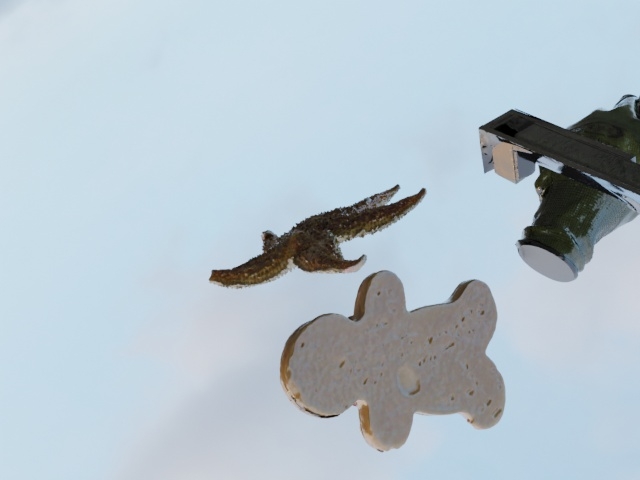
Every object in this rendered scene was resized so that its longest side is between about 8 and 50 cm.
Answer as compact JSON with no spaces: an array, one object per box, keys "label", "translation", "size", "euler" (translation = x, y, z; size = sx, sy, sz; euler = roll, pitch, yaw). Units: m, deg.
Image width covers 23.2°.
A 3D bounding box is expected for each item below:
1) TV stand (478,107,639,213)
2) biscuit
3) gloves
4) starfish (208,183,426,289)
[{"label":"TV stand","translation":[0.226,-0.039,1.209],"size":[0.040,0.049,0.256],"euler":[-29,-143,-27]},{"label":"biscuit","translation":[0.085,0.142,1.879],"size":[0.340,0.216,0.047],"euler":[-7,180,-37]},{"label":"gloves","translation":[0.293,-0.072,1.624],"size":[0.268,0.135,0.107],"euler":[-56,178,-34]},{"label":"starfish","translation":[0.000,-0.001,1.555],"size":[0.227,0.043,0.240],"euler":[-32,-161,-11]}]
